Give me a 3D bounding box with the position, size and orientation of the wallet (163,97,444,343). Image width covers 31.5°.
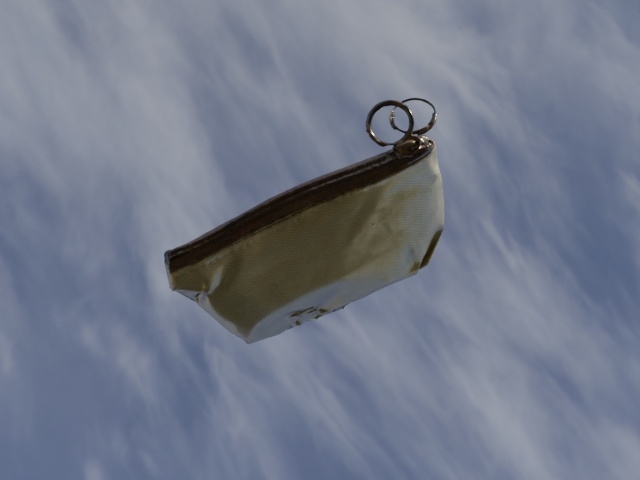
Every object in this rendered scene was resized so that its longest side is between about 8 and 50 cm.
[{"bbox_3d":[0.001,0.002,1.269,0.335,0.068,0.275,-27,-35,-1],"label":"wallet"}]
